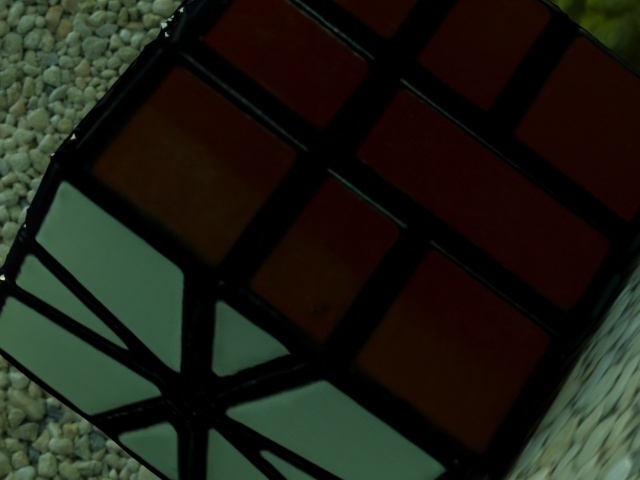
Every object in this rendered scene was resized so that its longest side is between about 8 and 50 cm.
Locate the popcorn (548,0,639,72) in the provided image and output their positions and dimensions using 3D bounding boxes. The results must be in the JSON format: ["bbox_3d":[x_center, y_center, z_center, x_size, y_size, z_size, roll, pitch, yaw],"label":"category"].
[{"bbox_3d":[0.205,-0.175,1.262,0.189,0.169,0.218,-59,12,-4],"label":"popcorn"}]

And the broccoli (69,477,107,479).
[{"bbox_3d":[-0.167,0.343,1.382,0.254,0.186,0.302,-60,-36,-50],"label":"broccoli"}]

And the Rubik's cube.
[{"bbox_3d":[0.003,-0.002,1.148,0.283,0.293,0.288,-51,-1,-29],"label":"Rubik's cube"}]
